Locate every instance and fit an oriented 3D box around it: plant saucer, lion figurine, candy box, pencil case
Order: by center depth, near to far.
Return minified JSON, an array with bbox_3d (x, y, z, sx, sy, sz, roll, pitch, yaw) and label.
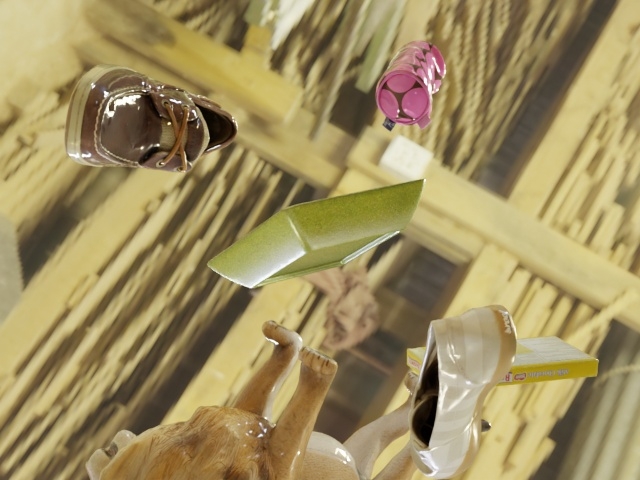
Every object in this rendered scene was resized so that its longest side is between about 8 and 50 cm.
[{"bbox_3d":[-0.014,0.215,1.014,0.142,0.392,0.240,28,-87,52],"label":"lion figurine"},{"bbox_3d":[0.000,0.000,1.221,0.188,0.045,0.188,-13,168,-35],"label":"plant saucer"},{"bbox_3d":[0.218,0.147,1.367,0.105,0.206,0.027,-141,-130,-67],"label":"candy box"},{"bbox_3d":[0.145,-0.243,1.758,0.095,0.098,0.209,-47,-173,28],"label":"pencil case"}]

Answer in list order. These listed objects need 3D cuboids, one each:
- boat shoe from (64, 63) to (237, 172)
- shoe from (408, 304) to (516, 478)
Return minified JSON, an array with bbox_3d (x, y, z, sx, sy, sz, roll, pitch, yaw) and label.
[{"bbox_3d":[-0.194,-0.142,1.390,0.342,0.123,0.123,-8,109,-75],"label":"boat shoe"},{"bbox_3d":[0.095,0.123,0.889,0.219,0.058,0.076,102,-24,-50],"label":"shoe"}]
